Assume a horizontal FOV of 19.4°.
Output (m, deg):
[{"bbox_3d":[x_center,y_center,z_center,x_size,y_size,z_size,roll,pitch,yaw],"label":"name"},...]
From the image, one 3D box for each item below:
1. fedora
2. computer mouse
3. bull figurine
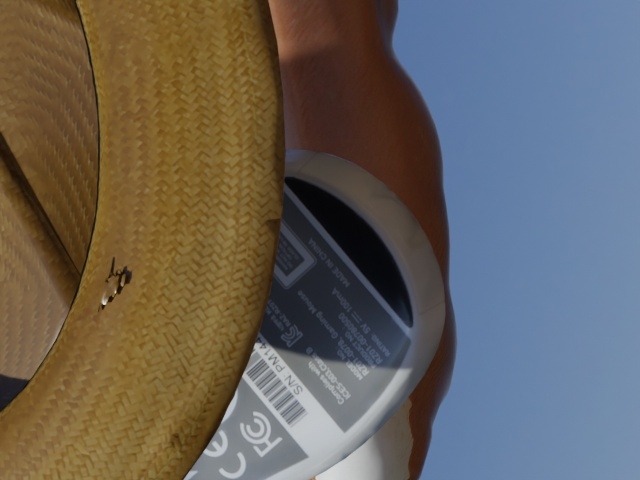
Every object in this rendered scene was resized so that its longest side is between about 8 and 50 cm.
[{"bbox_3d":[-0.081,-0.017,0.384,0.079,0.194,0.194,18,-92,-68],"label":"fedora"},{"bbox_3d":[-0.041,0.052,0.453,0.193,0.106,0.042,-41,-6,22],"label":"computer mouse"},{"bbox_3d":[0.000,0.000,0.743,0.188,0.101,0.310,-82,-13,-83],"label":"bull figurine"}]
